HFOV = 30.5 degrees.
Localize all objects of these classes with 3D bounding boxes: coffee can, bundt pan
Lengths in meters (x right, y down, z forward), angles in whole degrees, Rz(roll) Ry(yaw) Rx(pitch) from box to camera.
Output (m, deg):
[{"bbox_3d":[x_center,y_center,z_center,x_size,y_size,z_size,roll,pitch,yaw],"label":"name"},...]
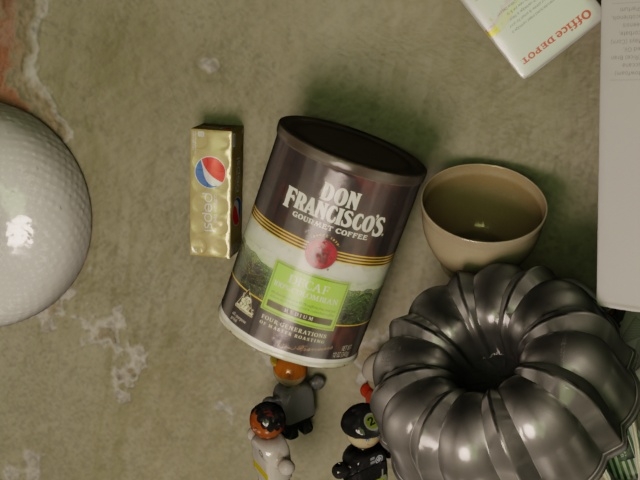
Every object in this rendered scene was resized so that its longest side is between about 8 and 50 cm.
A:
[{"bbox_3d":[0.000,0.000,1.543,0.201,0.201,0.275,21,107,7],"label":"coffee can"},{"bbox_3d":[0.203,0.158,1.384,0.331,0.331,0.124,-17,135,16],"label":"bundt pan"}]

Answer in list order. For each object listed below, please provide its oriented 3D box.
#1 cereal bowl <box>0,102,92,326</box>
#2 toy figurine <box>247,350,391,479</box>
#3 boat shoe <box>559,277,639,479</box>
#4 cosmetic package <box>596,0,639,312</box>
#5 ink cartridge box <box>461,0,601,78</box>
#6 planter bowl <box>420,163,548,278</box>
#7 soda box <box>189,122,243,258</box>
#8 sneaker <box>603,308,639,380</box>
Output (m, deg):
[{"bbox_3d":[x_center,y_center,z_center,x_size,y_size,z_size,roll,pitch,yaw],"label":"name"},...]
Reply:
[{"bbox_3d":[-0.508,-0.026,1.686,0.339,0.141,0.339,3,105,12],"label":"cereal bowl"},{"bbox_3d":[0.010,0.243,1.593,0.209,0.213,0.148,5,119,15],"label":"toy figurine"},{"bbox_3d":[0.374,0.195,1.558,0.109,0.094,0.302,-23,97,17],"label":"boat shoe"},{"bbox_3d":[0.446,-0.152,1.348,0.161,0.230,0.453,6,100,45],"label":"cosmetic package"},{"bbox_3d":[0.251,-0.308,1.449,0.128,0.127,0.176,-37,93,18],"label":"ink cartridge box"},{"bbox_3d":[0.208,-0.009,1.528,0.162,0.162,0.109,9,131,11],"label":"planter bowl"},{"bbox_3d":[-0.145,-0.069,1.634,0.061,0.058,0.181,5,104,12],"label":"soda box"},{"bbox_3d":[0.378,0.138,1.483,0.108,0.271,0.100,50,145,9],"label":"sneaker"}]
